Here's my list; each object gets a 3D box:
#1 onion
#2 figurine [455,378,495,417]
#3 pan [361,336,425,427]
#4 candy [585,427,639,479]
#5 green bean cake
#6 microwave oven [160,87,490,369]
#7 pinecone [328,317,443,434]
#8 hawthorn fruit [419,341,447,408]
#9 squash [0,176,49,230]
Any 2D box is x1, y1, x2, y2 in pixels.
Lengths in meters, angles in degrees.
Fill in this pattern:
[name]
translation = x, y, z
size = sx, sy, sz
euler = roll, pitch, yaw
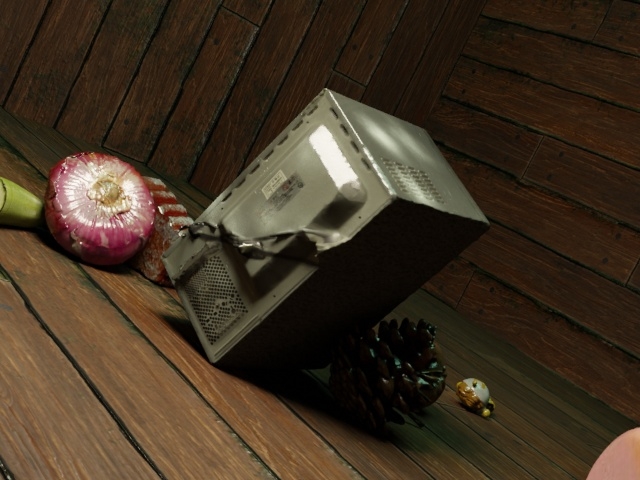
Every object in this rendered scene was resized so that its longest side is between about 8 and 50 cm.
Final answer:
[onion]
translation = -0.437, -0.050, 1.902
size = 0.230, 0.163, 0.230
euler = 22, 47, -26
[figurine]
translation = 0.363, 0.362, 2.248
size = 0.143, 0.068, 0.101
euler = 42, 4, -30
[pan]
translation = 0.124, 0.264, 1.808
size = 0.202, 0.128, 0.048
euler = 29, 28, 3
[candy]
translation = 0.469, 0.408, 1.457
size = 0.094, 0.255, 0.255
euler = 24, 6, -9
[green bean cake]
translation = -0.351, -0.003, 2.022
size = 0.232, 0.198, 0.097
euler = 47, 24, 27
[microwave oven]
translation = 0.000, 0.000, 1.666
size = 0.374, 0.432, 0.236
euler = 12, 41, -52
[pinecone]
translation = 0.118, 0.225, 1.689
size = 0.205, 0.184, 0.179
euler = -13, 19, -18
[hawthorn fruit]
translation = 0.171, 0.249, 1.983
size = 0.189, 0.149, 0.149
euler = 33, 8, 24
[squash]
translation = -0.566, -0.056, 1.850
size = 0.094, 0.094, 0.224
euler = 29, -2, 23
